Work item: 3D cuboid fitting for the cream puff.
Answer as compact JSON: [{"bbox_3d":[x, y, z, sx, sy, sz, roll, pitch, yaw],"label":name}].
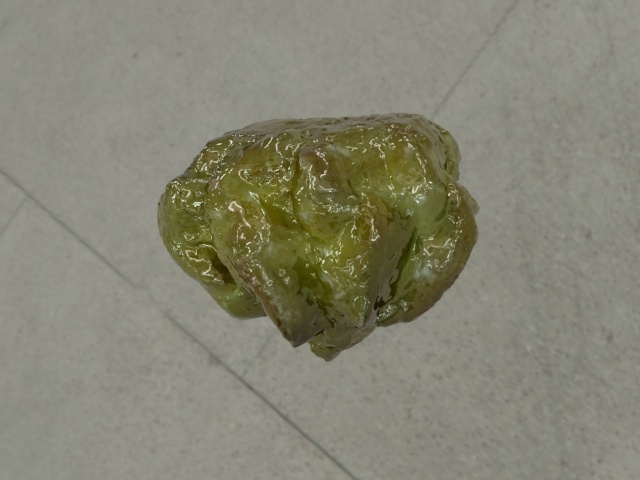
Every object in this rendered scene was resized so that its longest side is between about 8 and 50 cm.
[{"bbox_3d":[0.003,-0.017,0.757,0.244,0.196,0.244,-32,5,3],"label":"cream puff"}]
